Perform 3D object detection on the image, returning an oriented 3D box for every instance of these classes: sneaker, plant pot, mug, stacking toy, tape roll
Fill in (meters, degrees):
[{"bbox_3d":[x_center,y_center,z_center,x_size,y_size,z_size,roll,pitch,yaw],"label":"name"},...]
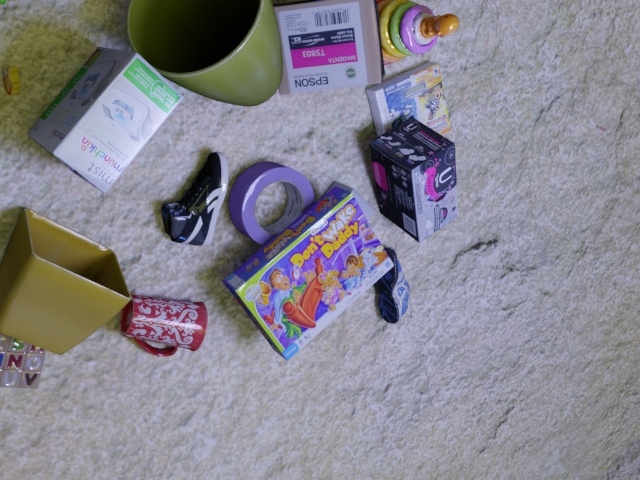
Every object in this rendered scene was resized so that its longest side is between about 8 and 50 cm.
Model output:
[{"bbox_3d":[-0.280,-0.093,1.657,0.121,0.079,0.217,6,103,-34],"label":"sneaker"},{"bbox_3d":[-0.186,-0.385,1.505,0.275,0.275,0.293,-58,157,-4],"label":"plant pot"},{"bbox_3d":[-0.354,0.196,1.686,0.169,0.113,0.150,14,96,-31],"label":"mug"},{"bbox_3d":[0.199,-0.474,1.697,0.175,0.302,0.166,-43,122,-21],"label":"stacking toy"},{"bbox_3d":[0.191,0.112,2.027,0.081,0.080,0.211,-29,121,-46],"label":"sneaker"},{"bbox_3d":[-0.113,-0.084,1.764,0.189,0.080,0.189,-10,110,-30],"label":"tape roll"},{"bbox_3d":[-0.644,-0.366,1.365,0.167,0.052,0.221,-16,106,-37],"label":"stacking toy"},{"bbox_3d":[-0.531,0.095,1.497,0.212,0.212,0.187,32,99,-35],"label":"plant pot"}]

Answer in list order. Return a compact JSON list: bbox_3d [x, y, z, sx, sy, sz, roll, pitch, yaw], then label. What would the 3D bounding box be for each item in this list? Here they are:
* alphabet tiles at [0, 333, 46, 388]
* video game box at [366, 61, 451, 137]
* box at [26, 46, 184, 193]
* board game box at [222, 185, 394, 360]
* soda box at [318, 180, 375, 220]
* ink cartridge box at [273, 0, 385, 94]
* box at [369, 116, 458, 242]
[{"bbox_3d":[-0.687,0.242,1.554,0.237,0.009,0.198,11,99,-33],"label":"alphabet tiles"},{"bbox_3d":[0.226,-0.327,1.918,0.205,0.048,0.187,-28,120,-22],"label":"video game box"},{"bbox_3d":[-0.408,-0.231,1.426,0.127,0.262,0.231,43,82,-33],"label":"box"},{"bbox_3d":[-0.021,0.075,1.760,0.347,0.078,0.233,-41,121,-14],"label":"board game box"},{"bbox_3d":[0.000,0.000,1.852,0.286,0.091,0.098,-51,124,-8],"label":"soda box"},{"bbox_3d":[0.014,-0.429,1.657,0.234,0.088,0.193,-5,111,11],"label":"ink cartridge box"},{"bbox_3d":[0.237,-0.148,1.869,0.142,0.163,0.247,-34,139,-18],"label":"box"}]
